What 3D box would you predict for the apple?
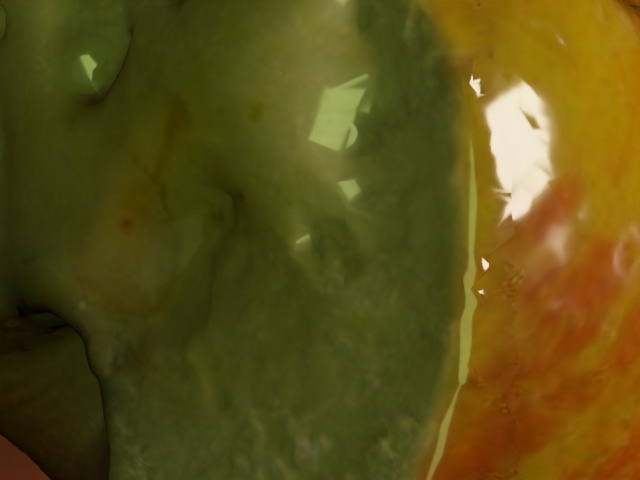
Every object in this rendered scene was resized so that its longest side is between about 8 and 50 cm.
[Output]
[{"bbox_3d":[0.000,0.000,0.402,0.195,0.160,0.173,42,100,32],"label":"apple"}]
